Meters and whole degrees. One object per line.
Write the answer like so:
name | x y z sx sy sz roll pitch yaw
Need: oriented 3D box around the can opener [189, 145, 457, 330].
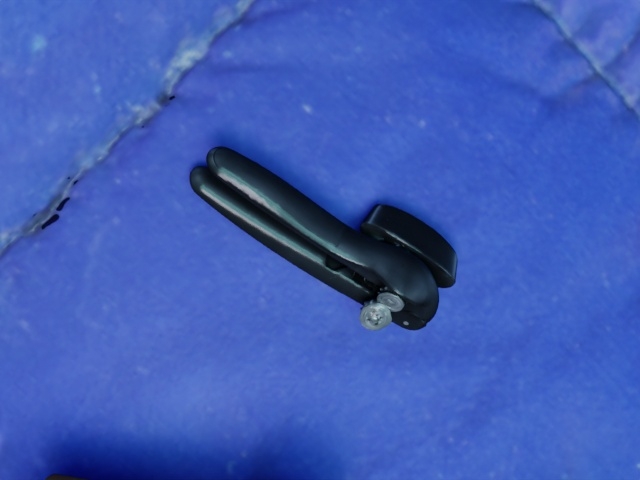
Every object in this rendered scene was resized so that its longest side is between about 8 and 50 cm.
can opener | 0.000 0.000 0.720 0.186 0.073 0.059 26 134 -12

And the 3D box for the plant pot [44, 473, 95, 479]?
plant pot | -0.103 0.235 0.678 0.188 0.205 0.205 22 96 1
